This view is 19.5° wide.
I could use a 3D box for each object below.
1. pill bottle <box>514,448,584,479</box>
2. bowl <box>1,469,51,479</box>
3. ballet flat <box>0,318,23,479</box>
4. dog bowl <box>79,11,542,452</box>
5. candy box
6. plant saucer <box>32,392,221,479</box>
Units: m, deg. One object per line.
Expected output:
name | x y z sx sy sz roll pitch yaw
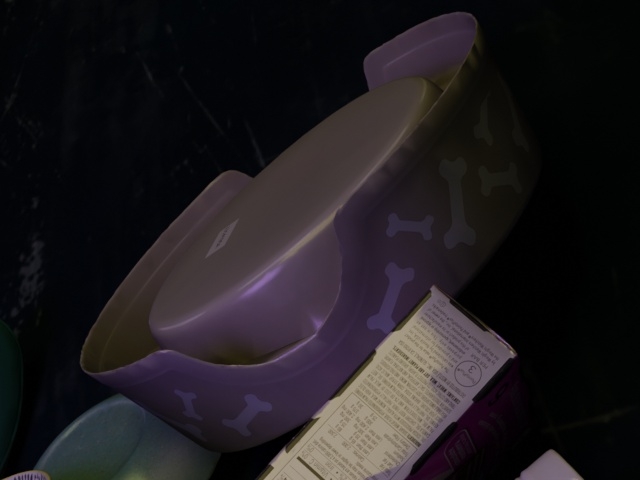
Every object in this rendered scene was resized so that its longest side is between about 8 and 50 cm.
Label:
pill bottle | 0.089 0.205 1.039 0.180 0.108 0.108 -42 37 -2
bowl | -0.229 0.237 1.240 0.170 0.080 0.170 -30 15 9
ballet flat | -0.312 0.202 1.397 0.123 0.123 0.348 -20 43 25
dog bowl | 0.000 0.000 1.244 0.349 0.102 0.349 -39 13 11
candy box | 0.024 0.153 1.100 0.071 0.159 0.233 40 82 22
plant saucer | -0.155 0.164 1.330 0.195 0.037 0.195 -30 28 18
